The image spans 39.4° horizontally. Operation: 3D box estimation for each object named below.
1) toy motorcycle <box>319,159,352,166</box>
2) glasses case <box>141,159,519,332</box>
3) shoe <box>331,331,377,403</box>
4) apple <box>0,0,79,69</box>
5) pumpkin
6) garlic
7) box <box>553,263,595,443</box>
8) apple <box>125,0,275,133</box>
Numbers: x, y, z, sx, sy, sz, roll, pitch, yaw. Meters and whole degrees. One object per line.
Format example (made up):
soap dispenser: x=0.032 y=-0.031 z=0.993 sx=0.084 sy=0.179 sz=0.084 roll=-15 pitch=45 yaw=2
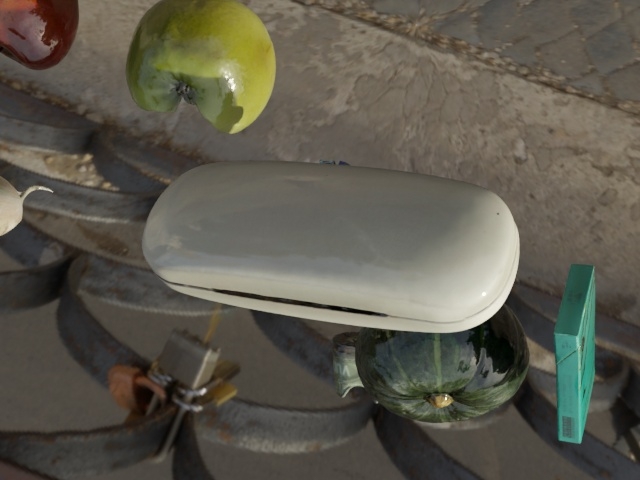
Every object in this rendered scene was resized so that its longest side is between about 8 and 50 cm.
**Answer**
toy motorcycle: x=-0.031 y=-0.077 z=1.633 sx=0.169 sy=0.315 sz=0.113 roll=-41 pitch=113 yaw=-23
glasses case: x=0.000 y=0.000 z=0.466 sx=0.204 sy=0.081 sz=0.051 roll=8 pitch=146 yaw=24
shoe: x=0.162 y=0.272 z=1.832 sx=0.293 sy=0.109 sz=0.149 roll=6 pitch=107 yaw=-3
apple: x=-0.630 y=-0.481 z=1.898 sx=0.234 sy=0.234 sz=0.234 roll=1 pitch=104 yaw=6
pumpkin: x=0.203 y=0.192 z=1.541 sx=0.300 sy=0.207 sz=0.300 roll=-1 pitch=148 yaw=-1
garlic: x=-0.560 y=-0.064 z=1.478 sx=0.128 sy=0.266 sz=0.148 roll=-5 pitch=69 yaw=39
box: x=0.388 y=0.171 z=1.353 sx=0.042 sy=0.161 sz=0.226 roll=4 pitch=129 yaw=22
apple: x=-0.228 y=-0.364 z=1.769 sx=0.295 sy=0.258 sz=0.233 roll=23 pitch=122 yaw=-6
